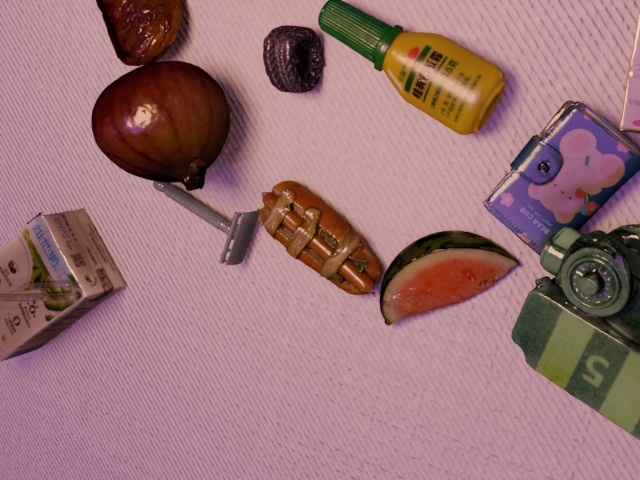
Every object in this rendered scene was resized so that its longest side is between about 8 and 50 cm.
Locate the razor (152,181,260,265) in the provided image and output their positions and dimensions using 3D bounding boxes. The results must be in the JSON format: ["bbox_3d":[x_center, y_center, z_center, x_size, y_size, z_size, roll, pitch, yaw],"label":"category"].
[{"bbox_3d":[-0.223,-0.054,1.344,0.232,0.068,0.106,30,112,24],"label":"razor"}]

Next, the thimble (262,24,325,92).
[{"bbox_3d":[-0.043,-0.294,1.180,0.066,0.095,0.104,12,142,35],"label":"thimble"}]

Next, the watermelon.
[{"bbox_3d":[0.184,0.054,1.156,0.245,0.063,0.119,-29,105,24],"label":"watermelon"}]

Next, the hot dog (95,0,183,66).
[{"bbox_3d":[-0.332,-0.419,1.297,0.160,0.099,0.227,-21,89,29],"label":"hot dog"}]

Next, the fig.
[{"bbox_3d":[-0.264,-0.189,1.231,0.235,0.235,0.214,-5,102,28],"label":"fig"}]

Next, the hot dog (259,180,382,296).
[{"bbox_3d":[0.000,0.000,1.229,0.269,0.072,0.109,41,118,16],"label":"hot dog"}]

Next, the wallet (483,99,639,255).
[{"bbox_3d":[0.343,-0.088,1.038,0.141,0.059,0.202,41,118,7],"label":"wallet"}]

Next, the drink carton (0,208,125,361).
[{"bbox_3d":[-0.586,0.097,1.520,0.324,0.132,0.194,-33,84,27],"label":"drink carton"}]

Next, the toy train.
[{"bbox_3d":[0.417,0.115,0.967,0.299,0.167,0.238,36,126,32],"label":"toy train"}]

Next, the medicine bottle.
[{"bbox_3d":[0.129,-0.274,1.102,0.309,0.076,0.111,35,113,18],"label":"medicine bottle"}]

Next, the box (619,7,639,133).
[{"bbox_3d":[0.500,-0.208,0.910,0.212,0.095,0.168,12,104,26],"label":"box"}]
